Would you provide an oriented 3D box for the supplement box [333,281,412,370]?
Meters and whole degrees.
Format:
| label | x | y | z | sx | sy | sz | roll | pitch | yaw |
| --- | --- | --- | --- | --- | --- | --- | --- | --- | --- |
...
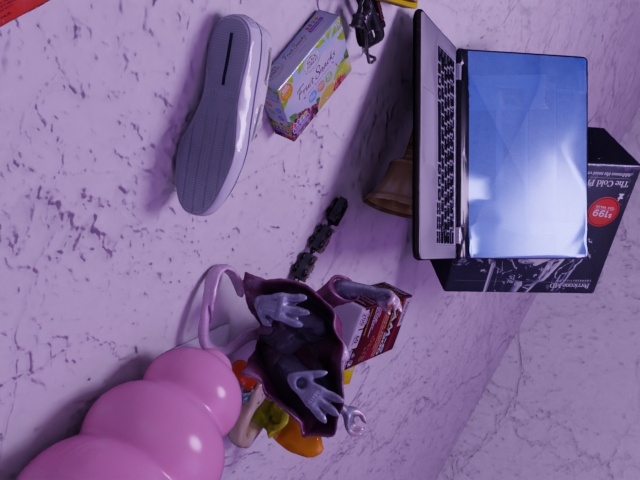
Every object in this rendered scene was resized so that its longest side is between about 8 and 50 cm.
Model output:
| label | x | y | z | sx | sy | sz | roll | pitch | yaw |
| --- | --- | --- | --- | --- | --- | --- | --- | --- | --- |
| supplement box | 0.084 | 0.162 | 1.509 | 0.239 | 0.073 | 0.130 | -7 | 119 | -62 |

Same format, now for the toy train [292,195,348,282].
| label | x | y | z | sx | sy | sz | roll | pitch | yaw |
| --- | --- | --- | --- | --- | --- | --- | --- | --- | --- |
| toy train | 0.000 | 0.000 | 1.257 | 0.158 | 0.027 | 0.036 | -59 | 165 | -12 |

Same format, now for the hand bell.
| label | x | y | z | sx | sy | sz | roll | pitch | yaw |
| --- | --- | --- | --- | --- | --- | --- | --- | --- | --- |
| hand bell | 0.163 | -0.169 | 1.361 | 0.126 | 0.126 | 0.242 | 30 | 73 | -65 |

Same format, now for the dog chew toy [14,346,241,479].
| label | x | y | z | sx | sy | sz | roll | pitch | yaw |
| --- | --- | --- | --- | --- | --- | --- | --- | --- | --- |
| dog chew toy | -0.208 | 0.260 | 0.911 | 0.332 | 0.206 | 0.207 | -55 | 154 | -37 |

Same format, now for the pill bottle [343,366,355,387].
| label | x | y | z | sx | sy | sz | roll | pitch | yaw |
| --- | --- | --- | --- | --- | --- | --- | --- | --- | --- |
| pill bottle | 0.042 | 0.263 | 1.554 | 0.043 | 0.043 | 0.083 | -13 | 124 | -59 |

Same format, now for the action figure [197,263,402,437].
| label | x | y | z | sx | sy | sz | roll | pitch | yaw |
| --- | --- | --- | --- | --- | --- | --- | --- | --- | --- |
| action figure | -0.032 | 0.167 | 1.191 | 0.370 | 0.275 | 0.248 | -20 | 124 | -87 |

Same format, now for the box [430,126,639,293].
| label | x | y | z | sx | sy | sz | roll | pitch | yaw |
| --- | --- | --- | --- | --- | --- | --- | --- | --- | --- |
| box | 0.423 | -0.065 | 1.612 | 0.179 | 0.343 | 0.313 | -103 | -162 | -55 |

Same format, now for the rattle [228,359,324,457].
| label | x | y | z | sx | sy | sz | roll | pitch | yaw |
| --- | --- | --- | --- | --- | --- | --- | --- | --- | --- |
| rattle | -0.074 | 0.276 | 1.228 | 0.130 | 0.142 | 0.200 | -35 | 152 | -28 |

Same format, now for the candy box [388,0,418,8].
| label | x | y | z | sx | sy | sz | roll | pitch | yaw |
| --- | --- | --- | --- | --- | --- | --- | --- | --- | --- |
| candy box | 0.105 | -0.371 | 1.048 | 0.206 | 0.027 | 0.105 | -35 | 131 | -68 |

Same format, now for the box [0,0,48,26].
| label | x | y | z | sx | sy | sz | roll | pitch | yaw |
| --- | --- | --- | --- | --- | --- | --- | --- | --- | --- |
| box | -0.213 | -0.241 | 0.513 | 0.257 | 0.122 | 0.128 | -46 | 150 | -34 |

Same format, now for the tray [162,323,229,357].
| label | x | y | z | sx | sy | sz | roll | pitch | yaw |
| --- | --- | --- | --- | --- | --- | --- | --- | --- | --- |
| tray | -0.192 | 0.259 | 1.122 | 0.145 | 0.030 | 0.271 | -23 | 133 | -56 |

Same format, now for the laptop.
| label | x | y | z | sx | sy | sz | roll | pitch | yaw |
| --- | --- | --- | --- | --- | --- | --- | --- | --- | --- |
| laptop | 0.318 | -0.158 | 1.321 | 0.408 | 0.236 | 0.382 | 3 | 87 | -68 |

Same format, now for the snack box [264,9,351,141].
| label | x | y | z | sx | sy | sz | roll | pitch | yaw |
| --- | --- | --- | --- | --- | --- | --- | --- | --- | --- |
| snack box | -0.018 | -0.213 | 1.012 | 0.141 | 0.037 | 0.100 | -54 | 152 | -20 |

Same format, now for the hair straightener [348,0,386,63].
| label | x | y | z | sx | sy | sz | roll | pitch | yaw |
| --- | --- | --- | --- | --- | --- | --- | --- | --- | --- |
| hair straightener | 0.049 | -0.311 | 1.044 | 0.230 | 0.047 | 0.089 | 70 | 39 | -63 |

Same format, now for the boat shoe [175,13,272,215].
| label | x | y | z | sx | sy | sz | roll | pitch | yaw |
| --- | --- | --- | --- | --- | --- | --- | --- | --- | --- |
| boat shoe | -0.096 | -0.135 | 0.880 | 0.075 | 0.083 | 0.226 | -5 | 116 | -60 |
